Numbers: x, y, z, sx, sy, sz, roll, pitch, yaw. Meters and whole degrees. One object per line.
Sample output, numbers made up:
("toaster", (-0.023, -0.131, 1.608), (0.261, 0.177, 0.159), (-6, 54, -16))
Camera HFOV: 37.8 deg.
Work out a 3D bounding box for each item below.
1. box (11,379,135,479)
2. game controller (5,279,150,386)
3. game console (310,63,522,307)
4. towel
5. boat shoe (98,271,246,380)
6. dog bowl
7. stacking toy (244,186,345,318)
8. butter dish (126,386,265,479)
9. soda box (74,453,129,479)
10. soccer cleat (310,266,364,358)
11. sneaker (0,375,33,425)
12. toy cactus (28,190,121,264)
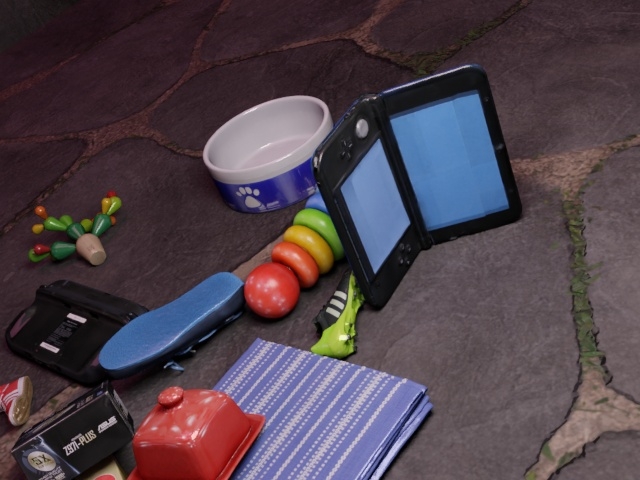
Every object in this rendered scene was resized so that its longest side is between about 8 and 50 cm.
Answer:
("box", (-0.345, 0.274, 1.323), (0.147, 0.078, 0.180), (-32, 4, -12))
("game controller", (-0.429, 0.157, 1.642), (0.319, 0.067, 0.166), (12, 61, 43))
("game console", (0.151, -0.074, 1.382), (0.173, 0.293, 0.250), (4, 42, 36))
("towel", (-0.037, 0.257, 1.276), (0.336, 0.040, 0.243), (10, 48, 43))
("boat shoe", (-0.221, 0.154, 1.485), (0.258, 0.089, 0.109), (-27, 46, -15))
("dog bowl", (-0.092, -0.172, 1.844), (0.264, 0.104, 0.265), (-16, 34, 11))
("stacking toy", (0.000, 0.000, 1.541), (0.141, 0.141, 0.330), (15, 56, 44))
("butter dish", (-0.179, 0.246, 1.231), (0.159, 0.118, 0.160), (-4, 28, 30))
("soda box", (-0.270, 0.363, 1.239), (0.061, 0.058, 0.181), (-31, 33, -11))
("soccer cleat", (0.026, 0.106, 1.420), (0.072, 0.060, 0.179), (-10, 38, 22))
("sneaker", (-0.514, 0.271, 1.532), (0.067, 0.042, 0.118), (-18, 25, 1))
("toy cactus", (-0.483, -0.016, 1.885), (0.219, 0.112, 0.180), (-28, 42, -22))
